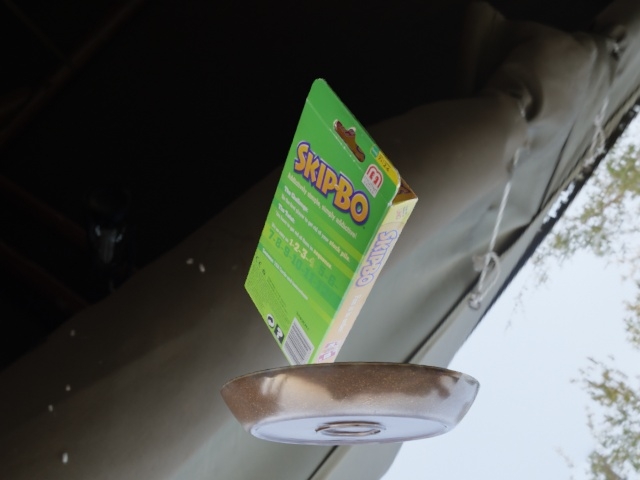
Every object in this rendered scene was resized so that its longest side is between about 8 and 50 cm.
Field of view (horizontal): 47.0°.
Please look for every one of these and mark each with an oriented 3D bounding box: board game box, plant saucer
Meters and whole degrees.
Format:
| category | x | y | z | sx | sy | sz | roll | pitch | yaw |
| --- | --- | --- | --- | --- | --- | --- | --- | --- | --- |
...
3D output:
| category | x | y | z | sx | sy | sz | roll | pitch | yaw |
| --- | --- | --- | --- | --- | --- | --- | --- | --- | --- |
| board game box | 0.000 | 0.000 | 0.624 | 0.039 | 0.259 | 0.124 | -15 | -125 | -30 |
| plant saucer | 0.019 | 0.111 | 0.476 | 0.168 | 0.168 | 0.029 | 4 | -114 | -10 |
